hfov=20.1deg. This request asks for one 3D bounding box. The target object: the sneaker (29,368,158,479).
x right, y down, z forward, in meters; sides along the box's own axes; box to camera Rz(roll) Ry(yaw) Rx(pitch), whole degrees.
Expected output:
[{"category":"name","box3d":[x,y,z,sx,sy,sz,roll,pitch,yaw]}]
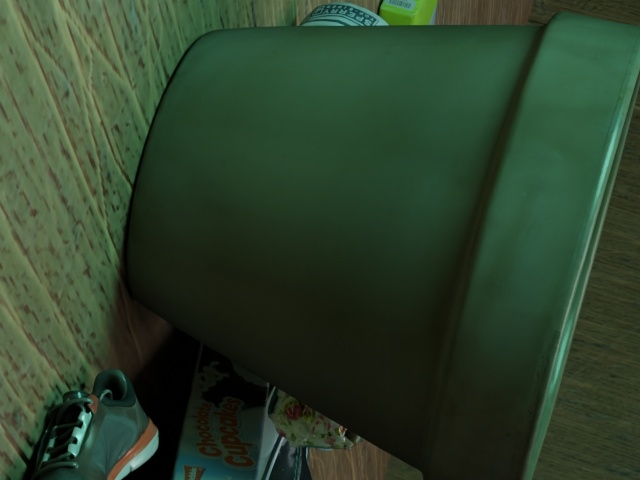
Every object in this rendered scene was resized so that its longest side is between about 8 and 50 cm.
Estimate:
[{"category":"sneaker","box3d":[-0.147,0.123,1.052,0.158,0.061,0.064,-56,132,-66]}]

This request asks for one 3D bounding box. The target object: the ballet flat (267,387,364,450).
[{"category":"ballet flat","box3d":[0.036,0.047,1.336,0.091,0.077,0.241,11,100,-59]}]

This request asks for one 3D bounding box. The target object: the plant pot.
[{"category":"plant pot","box3d":[0.038,-0.014,1.167,0.323,0.280,0.323,16,90,-81]}]

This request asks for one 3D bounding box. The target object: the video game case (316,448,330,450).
[{"category":"video game case","box3d":[0.011,0.088,1.843,0.190,0.022,0.173,-91,-172,-54]}]

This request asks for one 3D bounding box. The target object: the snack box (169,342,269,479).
[{"category":"snack box","box3d":[-0.080,0.185,1.291,0.322,0.060,0.187,-85,-174,-66]}]

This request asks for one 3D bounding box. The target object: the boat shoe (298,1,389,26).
[{"category":"boat shoe","box3d":[0.008,0.001,1.467,0.156,0.136,0.367,-55,152,-44]}]

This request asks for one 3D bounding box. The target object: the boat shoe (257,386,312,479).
[{"category":"boat shoe","box3d":[-0.035,0.275,1.775,0.108,0.102,0.301,13,92,-81]}]

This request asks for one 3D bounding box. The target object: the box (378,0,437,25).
[{"category":"box","box3d":[0.091,-0.217,1.904,0.178,0.042,0.109,93,16,-54]}]
